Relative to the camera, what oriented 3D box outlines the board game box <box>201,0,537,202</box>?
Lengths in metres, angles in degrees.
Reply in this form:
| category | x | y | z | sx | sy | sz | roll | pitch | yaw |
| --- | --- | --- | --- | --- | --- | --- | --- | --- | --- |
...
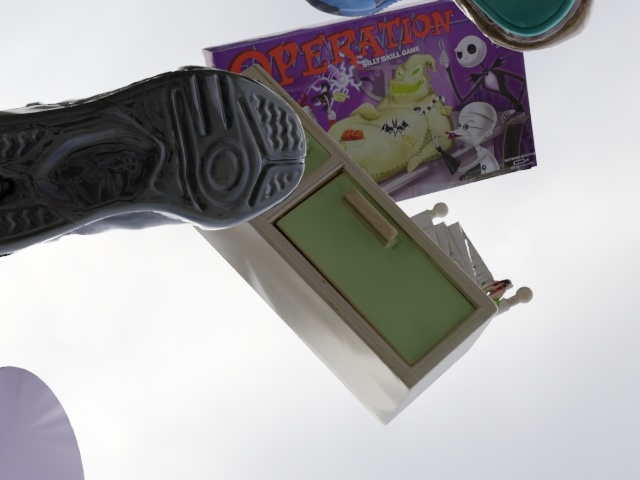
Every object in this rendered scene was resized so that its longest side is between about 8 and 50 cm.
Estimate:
| category | x | y | z | sx | sy | sz | roll | pitch | yaw |
| --- | --- | --- | --- | --- | --- | --- | --- | --- | --- |
| board game box | 0.059 | -0.140 | 1.610 | 0.347 | 0.208 | 0.056 | -15 | -167 | -16 |

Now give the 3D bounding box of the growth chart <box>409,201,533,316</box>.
| category | x | y | z | sx | sy | sz | roll | pitch | yaw |
| --- | --- | --- | --- | --- | --- | --- | --- | --- | --- |
| growth chart | 0.080 | 0.041 | 1.389 | 0.172 | 0.021 | 0.237 | -28 | -152 | -2 |

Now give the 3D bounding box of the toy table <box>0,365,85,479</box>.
| category | x | y | z | sx | sy | sz | roll | pitch | yaw |
| --- | --- | --- | --- | --- | --- | --- | --- | --- | --- |
| toy table | -0.328 | 0.264 | 1.366 | 0.161 | 0.252 | 0.274 | -29 | -149 | 27 |

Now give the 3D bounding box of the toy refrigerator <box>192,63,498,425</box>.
| category | x | y | z | sx | sy | sz | roll | pitch | yaw |
| --- | --- | --- | --- | --- | --- | --- | --- | --- | --- |
| toy refrigerator | 0.000 | 0.000 | 1.144 | 0.102 | 0.269 | 0.094 | -38 | 167 | -25 |

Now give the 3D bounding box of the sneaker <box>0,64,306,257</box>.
| category | x | y | z | sx | sy | sz | roll | pitch | yaw |
| --- | --- | --- | --- | --- | --- | --- | --- | --- | --- |
| sneaker | -0.123 | -0.040 | 0.782 | 0.227 | 0.087 | 0.130 | -15 | -168 | -35 |

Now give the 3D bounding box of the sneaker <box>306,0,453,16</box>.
| category | x | y | z | sx | sy | sz | roll | pitch | yaw |
| --- | --- | --- | --- | --- | --- | --- | --- | --- | --- |
| sneaker | 0.080 | -0.267 | 1.429 | 0.209 | 0.082 | 0.069 | -11 | -119 | -23 |

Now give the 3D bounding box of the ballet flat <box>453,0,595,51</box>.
| category | x | y | z | sx | sy | sz | roll | pitch | yaw |
| --- | --- | --- | --- | --- | --- | --- | --- | --- | --- |
| ballet flat | 0.069 | -0.269 | 1.048 | 0.116 | 0.342 | 0.124 | -45 | 173 | 15 |
